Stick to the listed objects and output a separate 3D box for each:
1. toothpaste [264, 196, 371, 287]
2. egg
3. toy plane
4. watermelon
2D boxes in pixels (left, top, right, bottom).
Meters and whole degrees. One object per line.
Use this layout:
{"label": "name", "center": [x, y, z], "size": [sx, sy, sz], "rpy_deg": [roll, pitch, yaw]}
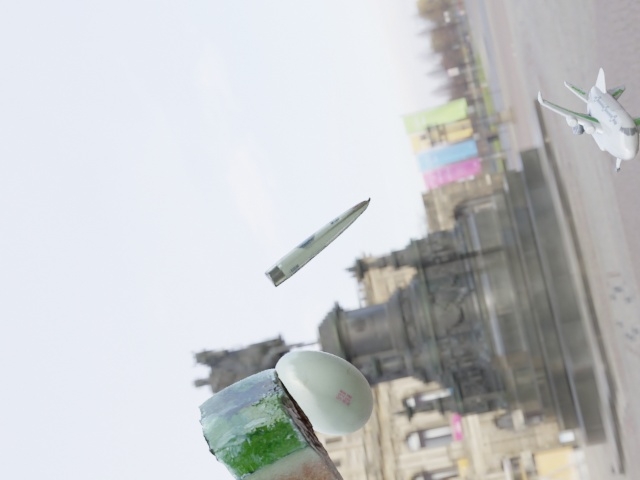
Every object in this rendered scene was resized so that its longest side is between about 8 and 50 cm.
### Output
{"label": "toothpaste", "center": [0.000, 0.000, 1.809], "size": [0.039, 0.239, 0.062], "rpy_deg": [51, 172, 6]}
{"label": "egg", "center": [0.007, 0.365, 2.388], "size": [0.264, 0.183, 0.183], "rpy_deg": [33, -158, -8]}
{"label": "toy plane", "center": [0.520, -0.210, 1.766], "size": [0.255, 0.250, 0.101], "rpy_deg": [-92, 5, -51]}
{"label": "watermelon", "center": [-0.076, 0.389, 1.943], "size": [0.302, 0.151, 0.264], "rpy_deg": [36, -172, -33]}
